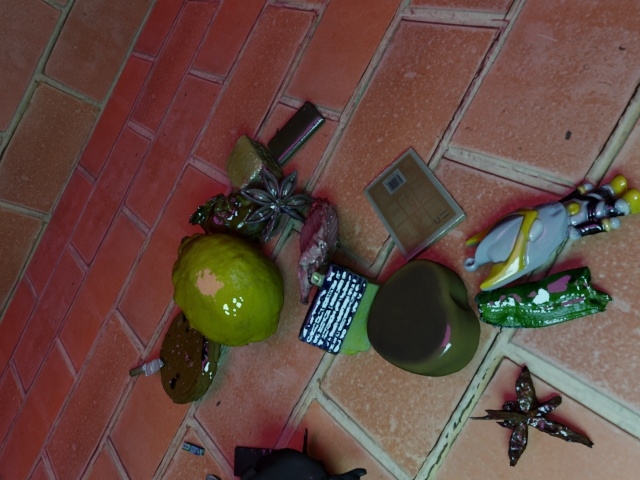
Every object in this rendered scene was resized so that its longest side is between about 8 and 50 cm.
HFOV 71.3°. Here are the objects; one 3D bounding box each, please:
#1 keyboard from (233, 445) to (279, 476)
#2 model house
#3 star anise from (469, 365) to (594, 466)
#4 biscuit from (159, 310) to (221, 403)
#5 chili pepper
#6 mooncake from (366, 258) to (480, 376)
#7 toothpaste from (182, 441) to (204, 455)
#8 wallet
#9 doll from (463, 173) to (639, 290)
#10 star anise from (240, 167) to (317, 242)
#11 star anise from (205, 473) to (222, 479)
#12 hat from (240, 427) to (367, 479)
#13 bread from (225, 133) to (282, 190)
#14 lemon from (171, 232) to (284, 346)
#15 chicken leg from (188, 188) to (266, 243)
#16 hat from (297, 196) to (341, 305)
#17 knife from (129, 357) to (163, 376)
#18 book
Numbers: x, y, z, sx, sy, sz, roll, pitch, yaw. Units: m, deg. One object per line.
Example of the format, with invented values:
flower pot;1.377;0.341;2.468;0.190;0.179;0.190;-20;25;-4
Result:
keyboard;-0.149;0.568;1.135;0.196;0.015;0.074;-15;70;35
model house;0.023;0.149;1.016;0.170;0.211;0.194;27;93;39
star anise;0.345;0.299;0.755;0.140;0.144;0.158;-34;55;15
biscuit;-0.398;0.352;1.363;0.296;0.075;0.296;-21;60;41
chili pepper;0.403;0.111;0.819;0.224;0.061;0.098;-17;96;26
mooncake;0.205;0.167;0.919;0.235;0.117;0.235;-28;52;44
toothpaste;-0.369;0.604;1.293;0.083;0.017;0.020;-3;73;37
wallet;-0.078;-0.331;1.380;0.198;0.031;0.110;-43;52;18
doll;0.415;-0.015;0.833;0.316;0.103;0.146;-27;55;22
star anise;-0.126;-0.114;1.252;0.212;0.073;0.197;-26;90;-13
star anise;-0.133;0.653;0.932;0.109;0.350;0.292;-32;33;-7
hat;0.001;0.560;0.940;0.336;0.209;0.238;57;158;1
bread;-0.216;-0.230;1.408;0.138;0.102;0.196;-46;49;13
lemon;-0.242;0.122;1.175;0.285;0.285;0.316;-16;109;34
chicken leg;-0.304;-0.005;1.329;0.361;0.211;0.140;-48;20;12
hat;0.000;0.000;1.118;0.286;0.107;0.237;-82;9;-45
knife;-0.576;0.428;1.481;0.298;0.017;0.047;-29;59;42
book;0.216;-0.091;1.070;0.170;0.018;0.242;-42;53;21
